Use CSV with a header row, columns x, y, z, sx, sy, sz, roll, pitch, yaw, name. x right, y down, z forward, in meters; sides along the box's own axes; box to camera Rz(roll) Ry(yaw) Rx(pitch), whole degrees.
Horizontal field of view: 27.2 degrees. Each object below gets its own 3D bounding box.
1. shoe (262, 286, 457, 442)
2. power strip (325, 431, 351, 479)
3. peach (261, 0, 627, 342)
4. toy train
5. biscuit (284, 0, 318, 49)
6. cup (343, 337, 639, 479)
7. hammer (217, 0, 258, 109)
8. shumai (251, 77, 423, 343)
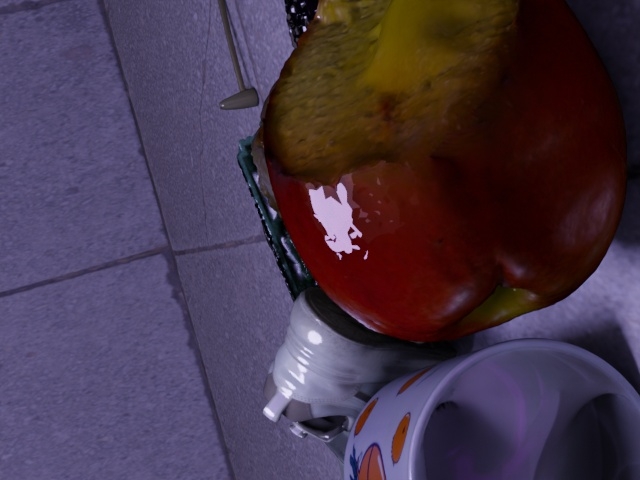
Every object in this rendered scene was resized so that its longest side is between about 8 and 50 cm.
x,y,z,sx,sy,sz,roll,pitch,yaw,name
0.030,0.140,1.383,0.124,0.159,0.316,38,-171,25,shoe
0.063,0.263,1.596,0.257,0.092,0.251,50,180,-29,power strip
0.087,-0.099,0.993,0.281,0.281,0.338,116,141,-69,peach
0.000,0.000,1.579,0.330,0.138,0.178,67,170,-7,toy train
0.008,-0.239,1.522,0.194,0.053,0.194,164,90,-76,biscuit
0.144,0.207,1.188,0.317,0.212,0.212,138,115,-76,cup
-0.147,-0.294,2.046,0.028,0.060,0.195,128,129,-73,hammer
0.050,-0.007,1.286,0.283,0.217,0.346,95,152,-53,shumai
